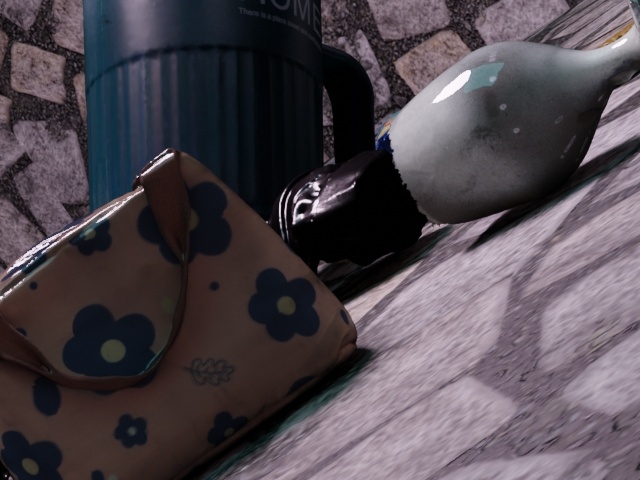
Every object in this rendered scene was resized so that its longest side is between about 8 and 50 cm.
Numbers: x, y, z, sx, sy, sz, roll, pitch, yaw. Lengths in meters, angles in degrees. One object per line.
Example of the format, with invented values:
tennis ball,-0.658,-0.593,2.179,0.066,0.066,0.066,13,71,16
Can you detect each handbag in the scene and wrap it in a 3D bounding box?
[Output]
handbag,-0.129,0.066,1.365,0.251,0.193,0.190,-36,9,-10

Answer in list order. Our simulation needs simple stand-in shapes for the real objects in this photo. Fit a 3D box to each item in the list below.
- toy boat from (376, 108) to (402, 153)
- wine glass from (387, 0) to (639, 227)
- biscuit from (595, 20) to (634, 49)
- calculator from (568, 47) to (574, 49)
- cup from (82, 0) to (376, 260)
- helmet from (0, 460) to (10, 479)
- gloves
toy boat,0.142,-0.105,2.102,0.175,0.091,0.110,-28,40,26
wine glass,0.172,-0.106,1.477,0.241,0.126,0.126,-28,7,32
biscuit,0.310,-0.192,1.994,0.176,0.031,0.228,-35,4,3
calculator,0.201,-0.157,2.331,0.246,0.045,0.141,-33,5,0
cup,-0.101,-0.111,1.953,0.242,0.292,0.308,-11,-24,20
helmet,-0.317,0.189,1.389,0.216,0.193,0.189,-28,30,26
gloves,0.000,0.000,1.737,0.203,0.124,0.164,-21,-7,36
